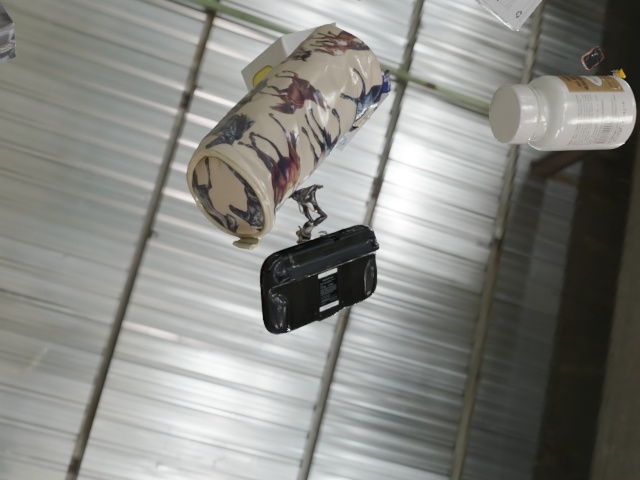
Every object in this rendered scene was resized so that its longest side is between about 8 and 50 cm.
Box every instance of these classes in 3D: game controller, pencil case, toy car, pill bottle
[{"bbox_3d":[0.004,0.075,1.888,0.067,0.319,0.166,23,-61,39],"label":"game controller"},{"bbox_3d":[-0.045,-0.168,1.490,0.160,0.183,0.410,-11,-149,43],"label":"pencil case"},{"bbox_3d":[0.670,-0.411,2.284,0.060,0.122,0.040,-56,-158,-10],"label":"toy car"},{"bbox_3d":[0.419,-0.222,1.663,0.131,0.229,0.131,176,-90,-69],"label":"pill bottle"}]

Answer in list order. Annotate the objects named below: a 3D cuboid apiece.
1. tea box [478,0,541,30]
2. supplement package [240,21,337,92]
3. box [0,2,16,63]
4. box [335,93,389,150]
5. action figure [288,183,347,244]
[{"bbox_3d":[0.378,-0.688,2.014,0.329,0.220,0.323,-49,-124,15],"label":"tea box"},{"bbox_3d":[-0.037,-0.324,2.027,0.203,0.149,0.194,-23,-92,59],"label":"supplement package"},{"bbox_3d":[-0.667,-0.372,1.335,0.318,0.395,0.097,-31,168,-25],"label":"box"},{"bbox_3d":[0.063,-0.329,2.285,0.186,0.145,0.038,-49,-135,-3],"label":"box"},{"bbox_3d":[0.000,0.000,2.363,0.164,0.141,0.275,-11,-92,64],"label":"action figure"}]
